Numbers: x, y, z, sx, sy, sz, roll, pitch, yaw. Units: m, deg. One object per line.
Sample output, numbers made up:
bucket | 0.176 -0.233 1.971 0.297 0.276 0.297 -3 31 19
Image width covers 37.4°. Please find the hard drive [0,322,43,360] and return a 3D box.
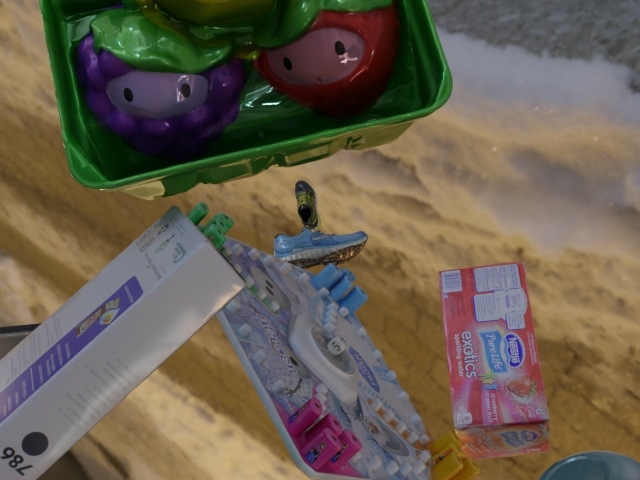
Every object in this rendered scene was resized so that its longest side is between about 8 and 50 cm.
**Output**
hard drive | -0.456 0.164 1.427 0.022 0.135 0.094 58 137 36

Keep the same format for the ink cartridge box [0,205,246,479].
ink cartridge box | -0.223 0.111 0.855 0.065 0.333 0.165 51 175 -22

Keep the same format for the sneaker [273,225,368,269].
sneaker | 0.000 0.000 1.504 0.063 0.162 0.073 120 136 -58

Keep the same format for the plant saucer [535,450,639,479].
plant saucer | 0.386 0.369 1.406 0.195 0.195 0.037 5 128 59

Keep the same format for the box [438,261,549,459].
box | 0.291 0.201 1.595 0.142 0.154 0.299 70 -166 -54

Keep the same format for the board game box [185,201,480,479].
board game box | 0.015 0.142 1.220 0.390 0.050 0.390 26 -154 -53

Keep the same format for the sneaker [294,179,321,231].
sneaker | -0.021 -0.055 1.420 0.035 0.031 0.083 27 -139 -66

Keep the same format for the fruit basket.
fruit basket | -0.081 -0.218 0.883 0.392 0.392 0.282 122 136 -66
